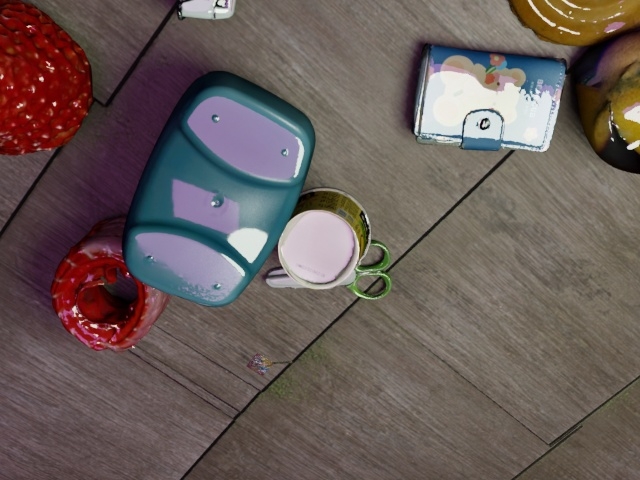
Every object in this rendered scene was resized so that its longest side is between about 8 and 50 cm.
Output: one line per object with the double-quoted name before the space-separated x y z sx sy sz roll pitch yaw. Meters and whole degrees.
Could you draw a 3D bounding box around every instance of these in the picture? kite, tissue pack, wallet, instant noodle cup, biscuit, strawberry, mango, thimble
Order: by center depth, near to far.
"strawberry" -0.400 -0.196 0.709 0.205 0.244 0.205 -1 109 -3
"biscuit" 0.366 -0.388 0.757 0.262 0.037 0.261 -1 113 -2
"tissue pack" -0.135 -0.072 0.779 0.198 0.206 0.287 24 105 -12
"mango" 0.490 -0.182 0.783 0.287 0.152 0.201 15 115 -7
"wallet" 0.233 -0.198 0.822 0.202 0.059 0.141 4 106 -5
"instant noodle cup" 0.000 0.000 0.853 0.152 0.122 0.151 1 99 5
"thimble" -0.311 0.062 0.884 0.163 0.125 0.189 19 111 -6
"kite" -0.091 0.223 1.021 0.078 0.002 0.044 15 112 -7

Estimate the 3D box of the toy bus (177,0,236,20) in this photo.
"toy bus" -0.142 -0.377 0.727 0.089 0.087 0.193 4 112 -10

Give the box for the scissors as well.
"scissors" 0.013 0.054 0.939 0.205 0.027 0.101 -4 108 0
